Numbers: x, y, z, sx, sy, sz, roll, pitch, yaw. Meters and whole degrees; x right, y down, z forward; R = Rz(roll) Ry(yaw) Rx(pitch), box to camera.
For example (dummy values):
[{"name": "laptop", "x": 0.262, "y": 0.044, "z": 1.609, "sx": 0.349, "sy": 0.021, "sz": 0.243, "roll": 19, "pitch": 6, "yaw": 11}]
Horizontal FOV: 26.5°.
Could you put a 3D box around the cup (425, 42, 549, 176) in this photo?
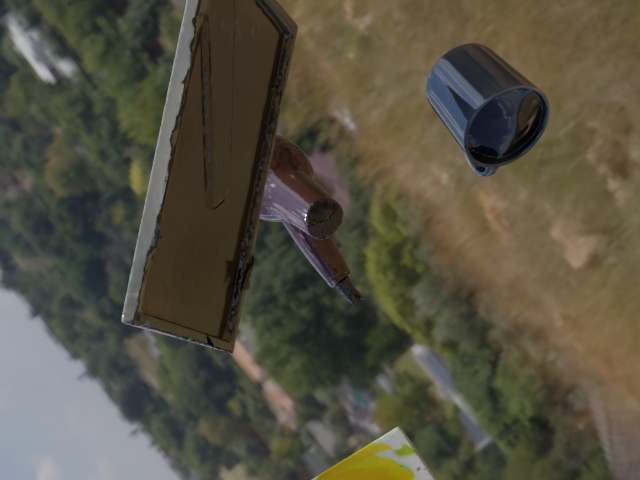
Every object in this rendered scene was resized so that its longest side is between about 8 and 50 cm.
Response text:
[{"name": "cup", "x": 0.131, "y": -0.103, "z": 1.102, "sx": 0.077, "sy": 0.078, "sz": 0.100, "roll": -125, "pitch": 32, "yaw": -43}]

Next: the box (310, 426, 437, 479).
[{"name": "box", "x": 0.079, "y": 0.370, "z": 1.522, "sx": 0.260, "sy": 0.194, "sz": 0.111, "roll": 53, "pitch": 171, "yaw": 40}]

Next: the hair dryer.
[{"name": "hair dryer", "x": 0.000, "y": 0.000, "z": 2.001, "sx": 0.340, "sy": 0.123, "sz": 0.312, "roll": 55, "pitch": 172, "yaw": -34}]

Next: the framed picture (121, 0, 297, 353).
[{"name": "framed picture", "x": -0.074, "y": -0.062, "z": 1.007, "sx": 0.019, "sy": 0.281, "sz": 0.209, "roll": 8, "pitch": 171, "yaw": 17}]
